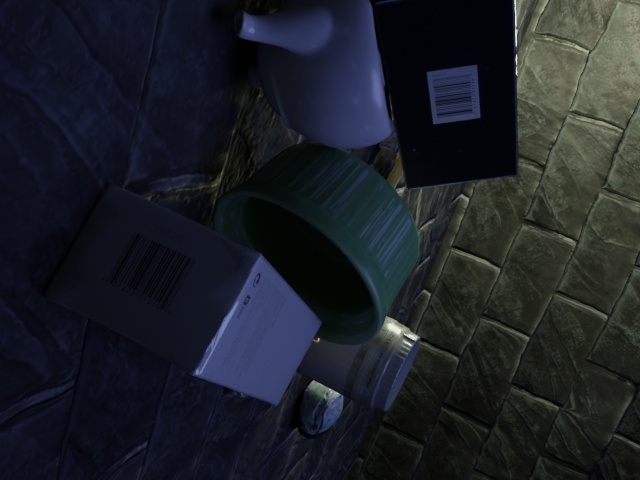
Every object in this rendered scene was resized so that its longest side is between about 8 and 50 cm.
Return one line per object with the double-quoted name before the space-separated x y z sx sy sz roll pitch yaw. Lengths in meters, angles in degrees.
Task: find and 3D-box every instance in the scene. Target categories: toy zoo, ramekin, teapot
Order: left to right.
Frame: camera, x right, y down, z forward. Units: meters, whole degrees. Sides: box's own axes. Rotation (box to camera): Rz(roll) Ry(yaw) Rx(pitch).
"teapot" -0.006 -0.236 1.067 0.252 0.187 0.256 -84 163 -57
"ramekin" 0.000 0.000 1.159 0.148 0.303 0.303 -49 158 -30
"toy zoo" 0.194 -0.176 1.940 0.192 0.030 0.293 -61 177 -17

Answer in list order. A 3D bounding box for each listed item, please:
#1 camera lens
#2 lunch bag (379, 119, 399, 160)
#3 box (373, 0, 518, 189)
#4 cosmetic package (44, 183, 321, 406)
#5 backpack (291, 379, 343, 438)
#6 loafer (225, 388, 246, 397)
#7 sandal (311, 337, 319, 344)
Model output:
"camera lens" 0.077 0.266 1.881 0.219 0.274 0.219 -57 162 -29
"lunch bag" 0.178 -0.246 1.867 0.071 0.053 0.083 74 36 -72
"box" 0.185 -0.310 1.164 0.343 0.179 0.312 73 15 -47
"cosmetic package" -0.151 0.091 1.008 0.156 0.217 0.385 -62 162 -12
"backpack" 0.000 0.477 2.240 0.152 0.115 0.182 -47 153 -43
"loafer" -0.164 0.307 1.618 0.125 0.039 0.045 22 59 -77
"sandal" -0.026 0.187 1.675 0.240 0.079 0.088 -48 135 -3
